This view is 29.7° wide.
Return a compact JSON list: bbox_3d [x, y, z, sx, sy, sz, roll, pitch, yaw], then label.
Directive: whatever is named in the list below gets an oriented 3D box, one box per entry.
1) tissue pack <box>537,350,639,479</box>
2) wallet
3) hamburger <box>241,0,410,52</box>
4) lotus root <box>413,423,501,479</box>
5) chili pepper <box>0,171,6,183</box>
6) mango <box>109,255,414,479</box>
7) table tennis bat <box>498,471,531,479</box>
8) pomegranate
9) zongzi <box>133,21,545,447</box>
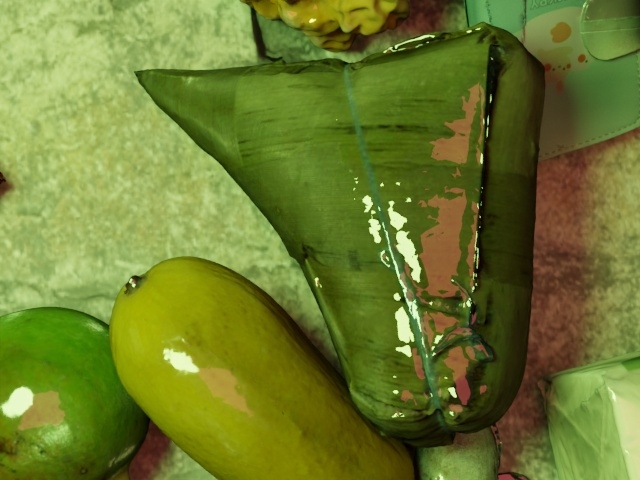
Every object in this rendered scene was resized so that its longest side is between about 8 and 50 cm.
[{"bbox_3d":[0.409,0.212,1.104,0.356,0.194,0.266,-10,85,-13],"label":"tissue pack"},{"bbox_3d":[0.221,-0.205,1.142,0.176,0.075,0.250,-18,118,-12],"label":"wallet"},{"bbox_3d":[-0.007,-0.265,1.102,0.237,0.237,0.149,29,85,-3],"label":"hamburger"},{"bbox_3d":[0.127,0.206,1.130,0.088,0.088,0.165,9,68,-6],"label":"lotus root"},{"bbox_3d":[-0.382,-0.030,1.108,0.169,0.065,0.088,-43,89,-6],"label":"chili pepper"},{"bbox_3d":[-0.045,0.144,1.043,0.331,0.195,0.142,42,102,-11],"label":"mango"},{"bbox_3d":[0.197,0.265,1.167,0.158,0.014,0.095,-22,85,-7],"label":"table tennis bat"},{"bbox_3d":[-0.244,0.178,1.051,0.189,0.159,0.241,1,86,-5],"label":"pomegranate"},{"bbox_3d":[0.000,0.000,1.078,0.392,0.174,0.356,0,77,17],"label":"zongzi"}]
